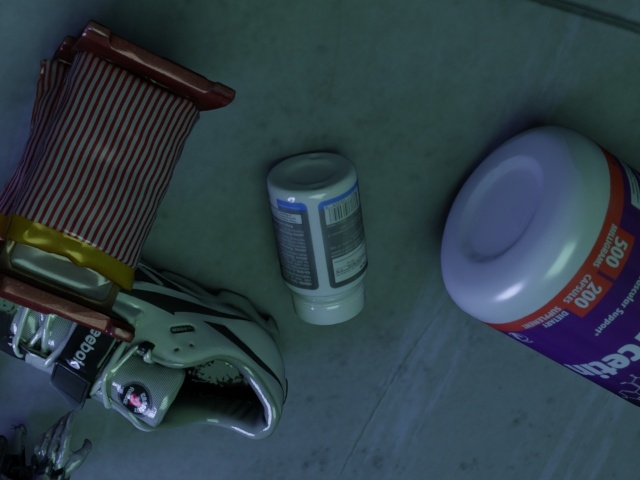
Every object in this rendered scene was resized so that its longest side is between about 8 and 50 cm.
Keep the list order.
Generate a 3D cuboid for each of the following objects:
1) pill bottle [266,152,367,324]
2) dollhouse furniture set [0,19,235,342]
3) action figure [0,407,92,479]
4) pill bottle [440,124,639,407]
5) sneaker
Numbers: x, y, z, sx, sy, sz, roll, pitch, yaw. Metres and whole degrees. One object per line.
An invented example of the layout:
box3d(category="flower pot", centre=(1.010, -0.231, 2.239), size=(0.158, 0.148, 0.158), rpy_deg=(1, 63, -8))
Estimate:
box3d(category="pill bottle", centre=(0.000, 0.000, 1.053), size=(0.078, 0.078, 0.137), rpy_deg=(-12, 121, -8))
box3d(category="dollhouse furniture set", centre=(-0.280, -0.083, 0.852), size=(0.374, 0.152, 0.201), rpy_deg=(22, 82, -21))
box3d(category="action figure", centre=(-0.280, 0.182, 1.029), size=(0.164, 0.276, 0.141), rpy_deg=(20, 77, 6))
box3d(category="pill bottle", centre=(0.276, 0.042, 1.090), size=(0.323, 0.181, 0.181), rpy_deg=(28, 108, -26))
box3d(category="sneaker", centre=(-0.171, 0.083, 1.017), size=(0.330, 0.146, 0.122), rpy_deg=(17, 114, -21))
